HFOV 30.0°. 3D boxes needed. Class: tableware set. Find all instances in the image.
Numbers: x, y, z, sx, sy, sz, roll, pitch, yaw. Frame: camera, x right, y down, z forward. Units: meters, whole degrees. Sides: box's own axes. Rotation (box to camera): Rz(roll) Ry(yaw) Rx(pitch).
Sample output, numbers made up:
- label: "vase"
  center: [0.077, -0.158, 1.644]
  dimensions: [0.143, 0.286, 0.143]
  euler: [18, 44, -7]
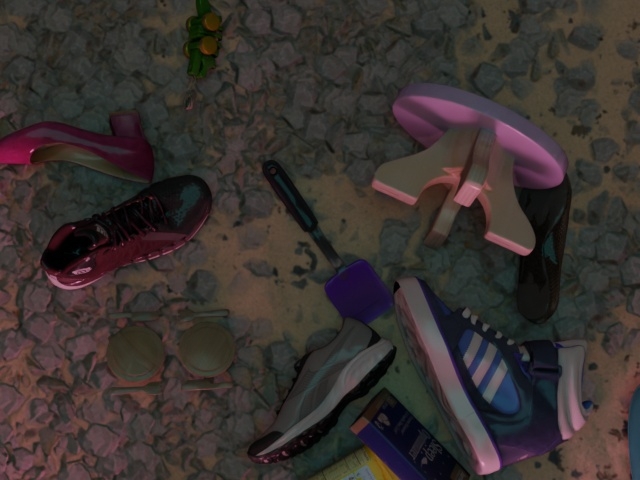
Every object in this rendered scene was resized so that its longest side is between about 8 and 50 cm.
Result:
- label: "tableware set"
  center: [-0.227, 0.173, 1.818]
  dimensions: [0.194, 0.039, 0.128]
  euler: [-2, 72, -6]

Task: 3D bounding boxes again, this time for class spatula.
- label: "spatula"
  center: [0.000, 0.000, 1.839]
  dimensions: [0.084, 0.030, 0.296]
  euler: [-35, 86, -1]

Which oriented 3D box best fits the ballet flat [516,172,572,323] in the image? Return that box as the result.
- label: "ballet flat"
  center: [0.345, 0.005, 1.833]
  dimensions: [0.084, 0.058, 0.250]
  euler: [-2, 76, 35]

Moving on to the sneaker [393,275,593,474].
- label: "sneaker"
  center: [0.272, 0.166, 1.786]
  dimensions: [0.236, 0.130, 0.323]
  euler: [-24, 81, -11]

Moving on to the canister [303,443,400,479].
- label: "canister"
  center: [0.045, 0.385, 1.779]
  dimensions: [0.170, 0.073, 0.126]
  euler: [-30, 86, -2]

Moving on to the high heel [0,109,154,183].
- label: "high heel"
  center: [-0.379, -0.121, 1.826]
  dimensions: [0.244, 0.082, 0.117]
  euler: [-11, 74, -14]

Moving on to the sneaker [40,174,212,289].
- label: "sneaker"
  center: [-0.290, -0.013, 1.772]
  dimensions: [0.281, 0.162, 0.106]
  euler: [-31, 85, -3]

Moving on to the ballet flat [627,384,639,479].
- label: "ballet flat"
  center: [0.541, 0.400, 1.750]
  dimensions: [0.139, 0.139, 0.400]
  euler: [-3, 71, -1]

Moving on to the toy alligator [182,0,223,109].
- label: "toy alligator"
  center: [-0.180, -0.291, 1.861]
  dimensions: [0.051, 0.056, 0.190]
  euler: [10, 82, -40]

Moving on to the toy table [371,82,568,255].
- label: "toy table"
  center: [0.214, -0.099, 1.763]
  dimensions: [0.274, 0.252, 0.161]
  euler: [20, 67, 10]

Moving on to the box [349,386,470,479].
- label: "box"
  center: [0.147, 0.325, 1.755]
  dimensions: [0.225, 0.136, 0.036]
  euler: [47, 110, 3]

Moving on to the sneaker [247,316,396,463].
- label: "sneaker"
  center: [-0.011, 0.229, 1.792]
  dimensions: [0.271, 0.100, 0.108]
  euler: [-44, 72, -8]
